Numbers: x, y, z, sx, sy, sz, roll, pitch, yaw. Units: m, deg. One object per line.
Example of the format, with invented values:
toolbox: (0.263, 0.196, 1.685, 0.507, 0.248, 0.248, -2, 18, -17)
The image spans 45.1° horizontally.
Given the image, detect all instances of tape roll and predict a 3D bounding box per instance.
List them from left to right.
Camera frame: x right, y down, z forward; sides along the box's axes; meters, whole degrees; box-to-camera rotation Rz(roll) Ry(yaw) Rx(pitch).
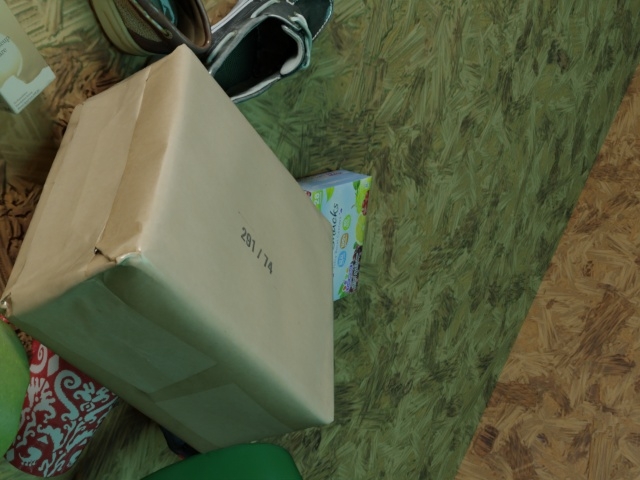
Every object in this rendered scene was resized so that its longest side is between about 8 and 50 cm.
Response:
tape roll: (-0.168, 0.393, 1.032, 0.321, 0.077, 0.321, -20, 145, -15)

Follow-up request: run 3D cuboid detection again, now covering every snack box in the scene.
snack box: (0.000, 0.000, 1.250, 0.174, 0.070, 0.207, -18, 119, -53)

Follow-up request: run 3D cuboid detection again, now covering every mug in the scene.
mug: (-0.290, 0.155, 0.849, 0.169, 0.150, 0.113, -58, 165, 17)

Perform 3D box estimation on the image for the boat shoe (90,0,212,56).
boat shoe: (-0.194, -0.324, 0.743, 0.123, 0.123, 0.342, -51, 142, -30)

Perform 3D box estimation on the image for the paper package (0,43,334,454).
paper package: (-0.129, 0.019, 0.817, 0.325, 0.168, 0.309, 50, 30, -40)

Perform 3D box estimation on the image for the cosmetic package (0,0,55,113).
cosmetic package: (-0.307, -0.182, 0.720, 0.060, 0.041, 0.115, -55, 144, -24)

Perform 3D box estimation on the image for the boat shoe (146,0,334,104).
boat shoe: (-0.066, -0.244, 0.981, 0.335, 0.119, 0.121, -46, 140, -34)

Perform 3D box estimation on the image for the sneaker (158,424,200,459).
sneaker: (-0.171, 0.181, 0.978, 0.131, 0.148, 0.350, -34, 136, -12)

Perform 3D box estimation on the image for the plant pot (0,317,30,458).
plant pot: (-0.369, 0.099, 0.592, 0.276, 0.276, 0.254, -61, 157, -16)
